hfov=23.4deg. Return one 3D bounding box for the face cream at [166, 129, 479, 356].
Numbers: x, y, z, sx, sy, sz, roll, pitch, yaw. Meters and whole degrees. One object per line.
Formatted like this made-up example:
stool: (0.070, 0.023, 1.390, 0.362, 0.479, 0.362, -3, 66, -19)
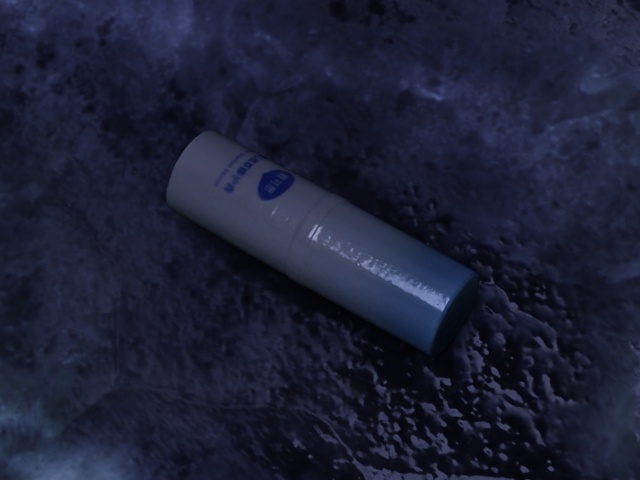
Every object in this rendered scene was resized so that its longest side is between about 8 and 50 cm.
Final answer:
face cream: (0.000, 0.000, 1.215, 0.250, 0.077, 0.077, 29, 79, 17)
